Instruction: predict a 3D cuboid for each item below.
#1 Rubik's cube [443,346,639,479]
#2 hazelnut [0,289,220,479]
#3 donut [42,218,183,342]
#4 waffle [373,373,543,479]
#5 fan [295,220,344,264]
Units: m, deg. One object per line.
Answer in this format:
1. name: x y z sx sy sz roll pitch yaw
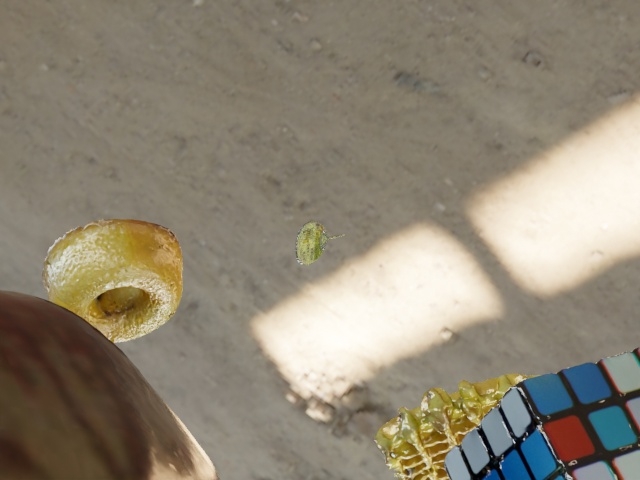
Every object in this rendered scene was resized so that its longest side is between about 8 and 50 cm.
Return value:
1. Rubik's cube: 0.214 0.190 0.877 0.151 0.155 0.154 67 150 25
2. hazelnut: -0.248 0.198 0.696 0.359 0.409 0.359 3 98 25
3. donut: -0.200 0.045 1.102 0.152 0.058 0.152 -11 145 -8
4. waffle: 0.169 0.246 1.407 0.309 0.283 0.065 -52 50 39
5. fan: -0.005 -0.005 1.492 0.003 0.080 0.060 27 149 45
